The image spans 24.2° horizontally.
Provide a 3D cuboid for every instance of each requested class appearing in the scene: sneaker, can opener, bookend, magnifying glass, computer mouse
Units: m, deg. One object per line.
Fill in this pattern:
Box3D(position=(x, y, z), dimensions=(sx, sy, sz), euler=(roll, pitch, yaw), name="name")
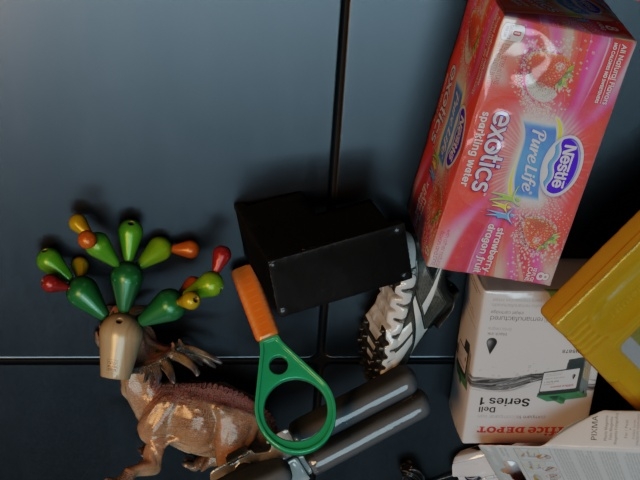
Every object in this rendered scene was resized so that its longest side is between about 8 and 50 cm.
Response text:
Box3D(position=(0.111, 0.084, 1.759), dimensions=(0.106, 0.078, 0.234), euler=(-4, 127, -20), name="sneaker")
Box3D(position=(-0.001, 0.243, 1.733), dimensions=(0.280, 0.093, 0.074), euler=(-29, 115, -2), name="can opener")
Box3D(position=(0.000, 0.000, 1.675), dimensions=(0.156, 0.157, 0.072), euler=(-16, 119, -11), name="bookend")
Box3D(position=(-0.051, 0.136, 1.713), dimensions=(0.092, 0.026, 0.231), euler=(-20, 75, -5), name="magnifying glass")
Box3D(position=(0.206, 0.294, 1.905), dimensions=(0.193, 0.042, 0.106), euler=(-24, 117, 7), name="computer mouse")

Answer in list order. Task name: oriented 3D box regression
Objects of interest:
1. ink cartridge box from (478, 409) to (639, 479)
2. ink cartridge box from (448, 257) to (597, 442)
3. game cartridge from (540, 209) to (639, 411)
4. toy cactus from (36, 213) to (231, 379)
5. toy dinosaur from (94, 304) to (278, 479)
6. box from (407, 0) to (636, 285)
Box3D(position=(0.327, 0.262, 1.811), dimensions=(0.232, 0.066, 0.189), euler=(4, 153, 22), name="ink cartridge box")
Box3D(position=(0.250, 0.134, 1.793), dimensions=(0.160, 0.092, 0.219), euler=(1, 118, -7), name="ink cartridge box")
Box3D(position=(0.445, 0.075, 1.743), dimensions=(0.285, 0.053, 0.323), euler=(-45, 128, 4), name="game cartridge")
Box3D(position=(-0.217, 0.067, 1.679), dimensions=(0.219, 0.112, 0.180), euler=(7, 90, -5), name="toy cactus")
Box3D(position=(-0.140, 0.203, 1.779), dimensions=(0.295, 0.127, 0.200), euler=(18, 108, -22), name="toy dinosaur")
Box3D(position=(0.212, -0.118, 1.624), dimensions=(0.154, 0.142, 0.300), euler=(10, 117, -12), name="box")
